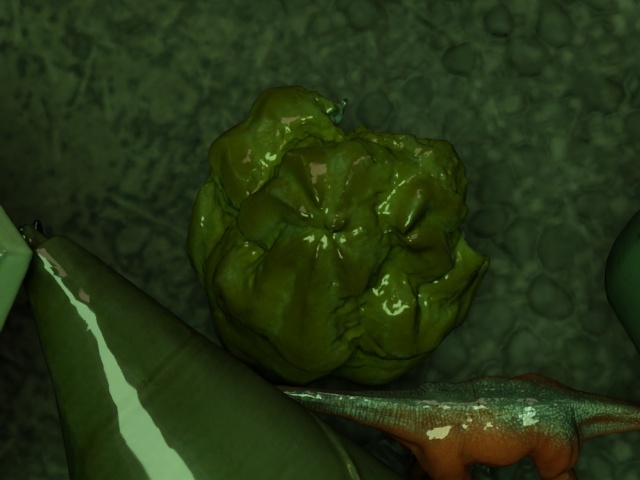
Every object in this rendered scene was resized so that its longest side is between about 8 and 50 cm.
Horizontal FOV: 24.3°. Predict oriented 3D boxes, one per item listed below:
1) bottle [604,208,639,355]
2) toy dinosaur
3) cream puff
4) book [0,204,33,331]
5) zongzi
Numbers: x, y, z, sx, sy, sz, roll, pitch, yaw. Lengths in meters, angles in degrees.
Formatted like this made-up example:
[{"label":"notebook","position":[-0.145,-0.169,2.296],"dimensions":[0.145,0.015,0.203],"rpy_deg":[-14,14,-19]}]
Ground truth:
[{"label":"bottle","position":[0.267,0.111,0.607],"dimensions":[0.168,0.168,0.347],"rpy_deg":[-30,66,4]},{"label":"toy dinosaur","position":[0.060,0.092,0.704],"dimensions":[0.280,0.101,0.055],"rpy_deg":[-4,50,-1]},{"label":"cream puff","position":[0.000,-0.001,0.706],"dimensions":[0.156,0.156,0.121],"rpy_deg":[41,70,9]},{"label":"book","position":[-0.226,0.046,0.676],"dimensions":[0.208,0.020,0.295],"rpy_deg":[50,128,31]},{"label":"zongzi","position":[-0.077,0.270,0.634],"dimensions":[0.418,0.181,0.447],"rpy_deg":[38,91,-14]}]
